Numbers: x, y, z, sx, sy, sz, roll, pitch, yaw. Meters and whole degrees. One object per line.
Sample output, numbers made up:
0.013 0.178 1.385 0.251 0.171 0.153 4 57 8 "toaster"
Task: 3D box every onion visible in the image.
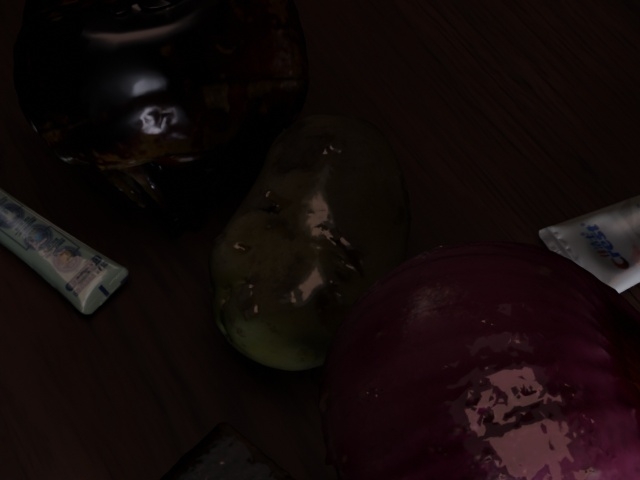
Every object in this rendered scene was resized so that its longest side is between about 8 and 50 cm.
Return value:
0.169 0.145 0.856 0.358 0.358 0.345 36 94 20 "onion"

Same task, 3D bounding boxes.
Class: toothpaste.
0.378 -0.032 1.207 0.323 0.066 0.100 -23 58 -15 "toothpaste"
-0.286 -0.014 1.137 0.239 0.039 0.062 33 61 16 "toothpaste"

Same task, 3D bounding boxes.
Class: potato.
0.000 0.000 1.083 0.165 0.165 0.262 22 57 11 "potato"

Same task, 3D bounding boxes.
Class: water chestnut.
-0.153 -0.163 1.142 0.289 0.244 0.289 -2 51 3 "water chestnut"

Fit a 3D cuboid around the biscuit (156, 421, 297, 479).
-0.022 0.256 0.937 0.252 0.070 0.106 35 58 20 "biscuit"
